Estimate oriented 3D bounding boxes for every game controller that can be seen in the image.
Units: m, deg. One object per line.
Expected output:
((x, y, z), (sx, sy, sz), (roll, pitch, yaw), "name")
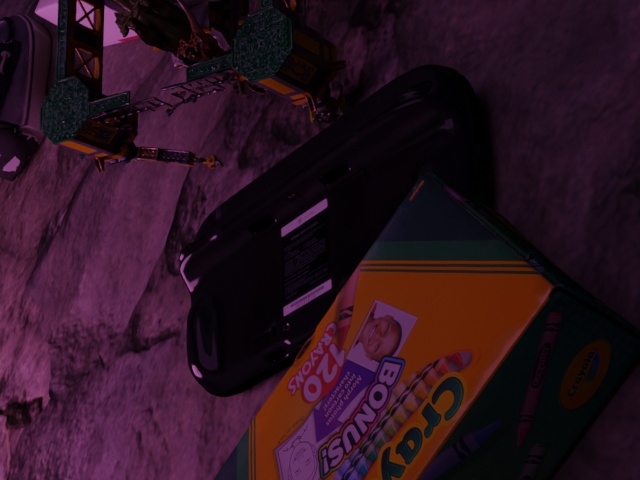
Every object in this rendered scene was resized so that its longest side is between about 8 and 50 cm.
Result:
((0.000, 0.000, 0.949), (0.319, 0.067, 0.167), (-33, 56, 40), "game controller")

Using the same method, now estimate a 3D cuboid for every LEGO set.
((-0.083, -0.184, 1.132), (0.331, 0.192, 0.255), (-21, 67, 30), "LEGO set")

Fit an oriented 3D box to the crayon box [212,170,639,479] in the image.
((0.046, 0.117, 0.751), (0.278, 0.081, 0.165), (-56, 31, 10), "crayon box")

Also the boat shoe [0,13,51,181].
((-0.460, -0.231, 1.696), (0.127, 0.158, 0.341), (-48, 34, 21), "boat shoe")

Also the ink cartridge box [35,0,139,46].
((-0.231, -0.366, 1.520), (0.172, 0.100, 0.237), (3, 70, 57), "ink cartridge box")
